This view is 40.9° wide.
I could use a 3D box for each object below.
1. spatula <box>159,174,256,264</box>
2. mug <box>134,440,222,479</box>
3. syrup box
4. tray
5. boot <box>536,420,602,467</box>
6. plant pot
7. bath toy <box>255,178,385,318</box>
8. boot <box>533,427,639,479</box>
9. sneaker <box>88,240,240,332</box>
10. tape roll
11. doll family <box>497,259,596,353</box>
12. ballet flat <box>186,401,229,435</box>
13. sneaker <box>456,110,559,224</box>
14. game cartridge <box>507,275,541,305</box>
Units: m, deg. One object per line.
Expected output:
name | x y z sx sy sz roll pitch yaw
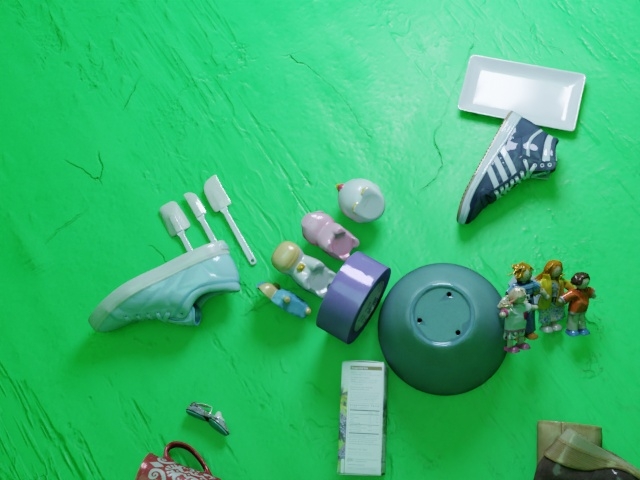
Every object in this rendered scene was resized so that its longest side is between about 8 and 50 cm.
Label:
spatula | -0.265 -0.014 2.030 0.168 0.019 0.242 -29 77 0
mug | -0.301 0.518 1.851 0.169 0.113 0.150 14 80 9
syrup box | 0.092 0.379 1.830 0.096 0.093 0.237 0 76 9
tray | 0.465 -0.339 1.989 0.270 0.030 0.145 13 79 12
boot | 0.448 0.502 1.750 0.236 0.089 0.269 7 78 -2
plant pot | 0.257 0.174 1.804 0.290 0.195 0.290 -2 76 9
bath toy | 0.000 0.000 1.933 0.151 0.129 0.348 40 86 -28
boot | 0.526 0.508 1.684 0.248 0.090 0.207 31 89 -2
sneaker | -0.349 0.143 1.940 0.366 0.135 0.150 -29 77 7
tape roll | 0.072 0.123 1.849 0.080 0.189 0.189 28 82 15
doll family | 0.449 0.123 1.791 0.263 0.118 0.163 -10 107 -27
ballet flat | -0.244 0.392 1.911 0.114 0.041 0.041 27 81 13
sneaker | 0.423 -0.137 1.908 0.153 0.099 0.282 29 85 10
game cartridge | 0.457 0.104 1.884 0.083 0.017 0.056 36 80 16
